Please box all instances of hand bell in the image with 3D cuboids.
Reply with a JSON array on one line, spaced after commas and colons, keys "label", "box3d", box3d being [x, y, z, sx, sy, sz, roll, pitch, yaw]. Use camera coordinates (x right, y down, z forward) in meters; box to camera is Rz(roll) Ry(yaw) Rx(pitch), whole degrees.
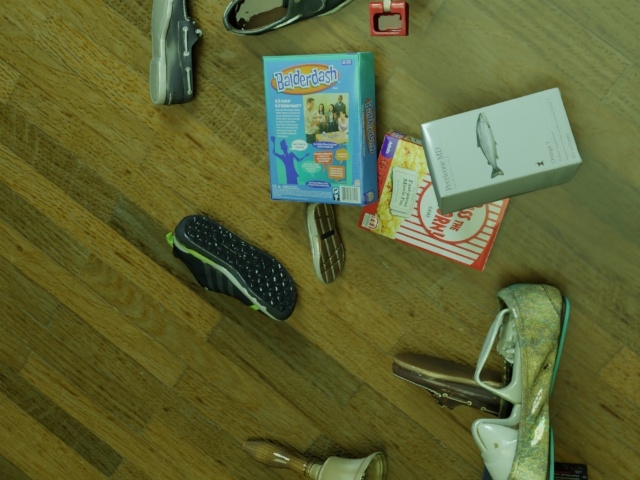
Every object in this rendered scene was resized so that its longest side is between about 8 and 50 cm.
[{"label": "hand bell", "box3d": [-0.025, 0.377, 1.357, 0.242, 0.126, 0.126, 12, 111, 26]}]

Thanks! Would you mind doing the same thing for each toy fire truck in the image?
[{"label": "toy fire truck", "box3d": [0.097, -0.362, 1.049, 0.047, 0.135, 0.192, 3, 108, 17]}]

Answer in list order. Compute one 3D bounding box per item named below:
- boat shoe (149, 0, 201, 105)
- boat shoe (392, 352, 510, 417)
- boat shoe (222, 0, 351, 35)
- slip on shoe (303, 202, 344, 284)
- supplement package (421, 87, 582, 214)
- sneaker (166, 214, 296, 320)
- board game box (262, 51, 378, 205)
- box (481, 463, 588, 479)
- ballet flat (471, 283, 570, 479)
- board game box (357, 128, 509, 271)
[{"label": "boat shoe", "box3d": [-0.213, -0.303, 1.219, 0.065, 0.075, 0.206, 0, 106, -28]}, {"label": "boat shoe", "box3d": [0.206, 0.224, 1.236, 0.207, 0.073, 0.073, 13, 105, 13]}, {"label": "boat shoe", "box3d": [-0.027, -0.343, 1.127, 0.233, 0.079, 0.084, -20, 99, 21]}, {"label": "slip on shoe", "box3d": [0.000, 0.000, 1.250, 0.041, 0.051, 0.135, 21, 129, 53]}, {"label": "supplement package", "box3d": [0.230, -0.112, 1.065, 0.179, 0.105, 0.105, -15, 79, 5]}, {"label": "sneaker", "box3d": [-0.141, 0.050, 1.303, 0.235, 0.084, 0.097, 40, 138, 3]}, {"label": "board game box", "box3d": [0.000, -0.159, 1.168, 0.160, 0.047, 0.210, 6, 106, 31]}, {"label": "box", "box3d": [0.326, 0.476, 1.244, 0.163, 0.142, 0.247, 0, 108, 16]}, {"label": "ballet flat", "box3d": [0.267, 0.229, 1.137, 0.123, 0.123, 0.348, 6, 81, 16]}, {"label": "board game box", "box3d": [0.167, -0.058, 1.174, 0.194, 0.045, 0.146, 19, 112, 11]}]
